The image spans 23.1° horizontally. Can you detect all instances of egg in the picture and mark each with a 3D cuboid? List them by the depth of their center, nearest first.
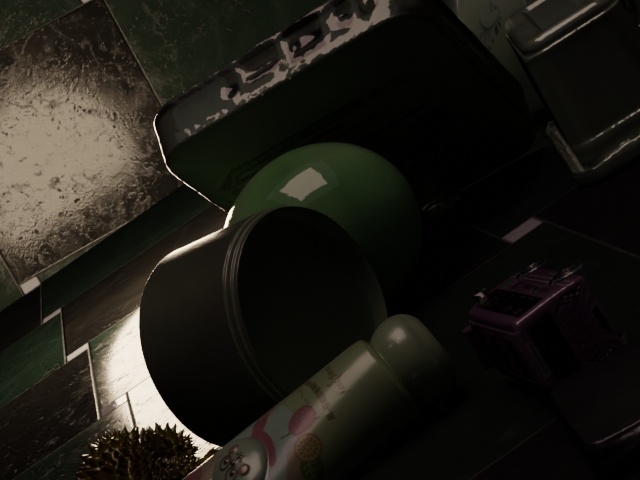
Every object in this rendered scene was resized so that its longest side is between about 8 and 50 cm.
[{"bbox_3d":[0.000,0.000,1.854,0.220,0.220,0.269,-44,5,-39],"label":"egg"}]

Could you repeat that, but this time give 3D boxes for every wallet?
[{"bbox_3d":[0.295,0.084,1.195,0.250,0.044,0.149,-32,15,5],"label":"wallet"}]

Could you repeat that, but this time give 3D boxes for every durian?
[{"bbox_3d":[-0.193,0.248,1.682,0.208,0.102,0.146,-20,12,35],"label":"durian"}]

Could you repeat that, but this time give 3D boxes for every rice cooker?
[{"bbox_3d":[0.278,-0.301,2.211,0.316,0.264,0.317,-2,-20,-1],"label":"rice cooker"}]

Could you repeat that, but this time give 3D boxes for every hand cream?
[{"bbox_3d":[-0.010,0.190,1.472,0.306,0.093,0.147,-39,35,-1],"label":"hand cream"}]

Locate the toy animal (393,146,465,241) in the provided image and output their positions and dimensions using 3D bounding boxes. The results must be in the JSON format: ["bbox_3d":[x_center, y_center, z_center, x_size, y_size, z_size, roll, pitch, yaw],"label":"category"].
[{"bbox_3d":[0.080,-0.013,2.011,0.236,0.108,0.138,-42,-8,9],"label":"toy animal"}]

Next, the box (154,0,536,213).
[{"bbox_3d":[0.038,-0.149,2.034,0.396,0.396,0.111,-29,55,18],"label":"box"}]

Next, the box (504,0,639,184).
[{"bbox_3d":[0.330,-0.212,1.920,0.175,0.182,0.312,-32,12,9],"label":"box"}]

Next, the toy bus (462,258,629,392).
[{"bbox_3d":[0.190,0.075,1.355,0.098,0.087,0.178,-33,6,-6],"label":"toy bus"}]

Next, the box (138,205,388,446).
[{"bbox_3d":[-0.055,0.091,1.627,0.149,0.226,0.226,-23,16,40],"label":"box"}]
